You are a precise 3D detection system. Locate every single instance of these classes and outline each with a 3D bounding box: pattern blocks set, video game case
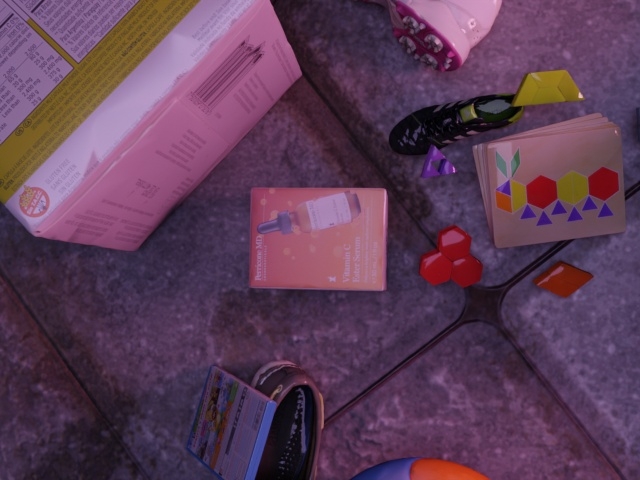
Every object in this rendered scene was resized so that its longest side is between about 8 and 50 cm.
[{"bbox_3d":[0.286,-0.069,1.094,0.325,0.026,0.285,0,102,-3],"label":"pattern blocks set"},{"bbox_3d":[-0.115,0.235,1.102,0.015,0.166,0.119,17,89,-33],"label":"video game case"}]

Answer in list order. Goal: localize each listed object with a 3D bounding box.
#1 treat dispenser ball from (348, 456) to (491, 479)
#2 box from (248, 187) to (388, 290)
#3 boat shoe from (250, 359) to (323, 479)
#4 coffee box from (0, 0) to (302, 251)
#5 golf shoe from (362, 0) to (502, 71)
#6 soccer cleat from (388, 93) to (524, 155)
[{"bbox_3d":[0.116,0.393,0.991,0.288,0.288,0.288,0,87,7],"label":"treat dispenser ball"},{"bbox_3d":[0.000,0.000,1.124,0.171,0.091,0.130,0,87,6],"label":"box"},{"bbox_3d":[-0.062,0.307,1.103,0.109,0.091,0.304,10,88,-19],"label":"boat shoe"},{"bbox_3d":[-0.270,-0.224,1.033,0.334,0.337,0.338,43,90,6],"label":"coffee box"},{"bbox_3d":[0.103,-0.361,1.132,0.140,0.115,0.306,-44,90,-8],"label":"golf shoe"},{"bbox_3d":[0.173,-0.155,1.120,0.179,0.072,0.060,-16,85,6],"label":"soccer cleat"}]
